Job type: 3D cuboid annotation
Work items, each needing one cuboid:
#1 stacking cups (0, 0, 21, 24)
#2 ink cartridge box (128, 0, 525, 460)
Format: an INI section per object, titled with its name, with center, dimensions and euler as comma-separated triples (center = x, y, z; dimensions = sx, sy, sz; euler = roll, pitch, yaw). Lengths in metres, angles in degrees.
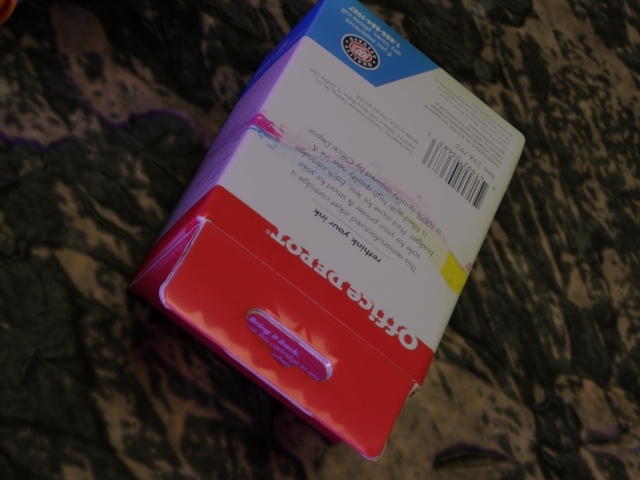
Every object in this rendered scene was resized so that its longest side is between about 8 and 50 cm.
[stacking cups]
center = -0.152, -0.155, 0.906
dimensions = 0.096, 0.096, 0.316
euler = 48, 47, -3
[ink cartridge box]
center = 0.000, 0.000, 0.939
dimensions = 0.134, 0.078, 0.231
euler = 38, 48, -11
